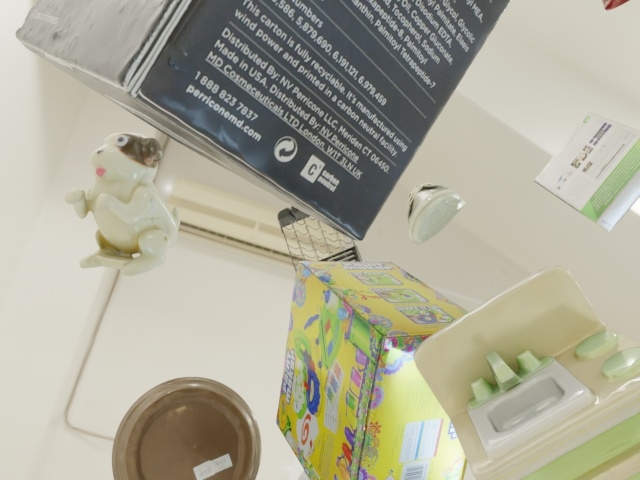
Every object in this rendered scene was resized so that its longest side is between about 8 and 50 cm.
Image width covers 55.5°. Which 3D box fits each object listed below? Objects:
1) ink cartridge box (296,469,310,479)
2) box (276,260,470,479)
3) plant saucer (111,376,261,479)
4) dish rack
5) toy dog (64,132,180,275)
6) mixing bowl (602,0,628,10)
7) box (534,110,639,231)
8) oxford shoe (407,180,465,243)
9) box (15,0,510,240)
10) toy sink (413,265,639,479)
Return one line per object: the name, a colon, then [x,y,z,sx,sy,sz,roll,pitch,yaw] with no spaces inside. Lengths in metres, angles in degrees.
ink cartridge box: [0.027,0.564,1.443,0.208,0.206,0.045,14,22,-47]
box: [0.074,0.208,0.891,0.177,0.289,0.279,1,17,-25]
plant saucer: [-0.242,0.392,1.132,0.278,0.277,0.041,19,-23,-14]
dish rack: [0.000,0.000,1.720,0.208,0.271,0.074,-22,-20,9]
toy dog: [-0.587,-0.136,1.916,0.285,0.407,0.395,11,24,39]
mixing bowl: [0.560,-0.503,1.070,0.098,0.182,0.181,60,-16,4]
box: [0.692,-0.181,1.515,0.059,0.232,0.322,30,17,-17]
oxford shoe: [0.286,-0.091,1.621,0.130,0.169,0.449,44,17,9]
box: [-0.054,-0.324,0.699,0.297,0.471,0.480,31,0,-40]
toy sink: [0.196,0.155,0.456,0.234,0.153,0.131,58,5,0]
